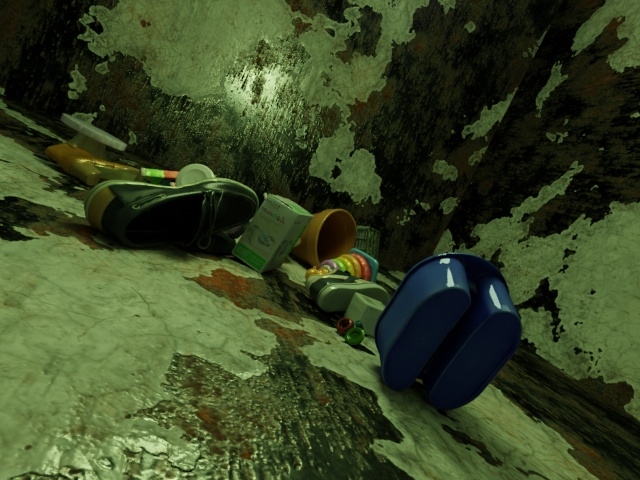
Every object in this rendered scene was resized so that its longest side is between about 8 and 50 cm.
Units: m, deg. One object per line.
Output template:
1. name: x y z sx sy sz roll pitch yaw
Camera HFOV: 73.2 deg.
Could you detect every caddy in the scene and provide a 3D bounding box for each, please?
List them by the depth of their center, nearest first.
1. caddy: 0.262 0.189 0.931 0.242 0.341 0.179 26 22 -4

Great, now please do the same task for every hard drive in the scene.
1. hard drive: -0.402 -0.034 1.383 0.255 0.054 0.172 27 5 18

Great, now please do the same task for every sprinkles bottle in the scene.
1. sprinkles bottle: -0.385 -0.132 1.470 0.121 0.121 0.355 26 -15 6

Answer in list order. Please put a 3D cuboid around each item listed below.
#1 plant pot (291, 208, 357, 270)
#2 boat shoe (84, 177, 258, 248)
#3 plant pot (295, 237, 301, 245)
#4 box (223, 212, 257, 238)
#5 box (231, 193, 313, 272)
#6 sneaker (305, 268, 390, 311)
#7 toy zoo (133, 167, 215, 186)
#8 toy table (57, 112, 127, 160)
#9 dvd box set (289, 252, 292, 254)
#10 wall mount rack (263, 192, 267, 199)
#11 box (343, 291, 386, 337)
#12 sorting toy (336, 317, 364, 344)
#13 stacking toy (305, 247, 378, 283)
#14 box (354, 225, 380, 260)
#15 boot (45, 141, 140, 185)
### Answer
1. plant pot: 0.000 0.000 1.887 0.204 0.290 0.291 9 -7 40
2. boat shoe: -0.343 -0.066 1.142 0.156 0.186 0.501 35 23 29
3. plant pot: -0.195 -0.016 1.741 0.237 0.032 0.236 3 19 -1
4. box: -0.287 -0.046 1.488 0.162 0.116 0.029 -1 -52 55
5. box: -0.155 -0.028 1.463 0.127 0.231 0.262 35 6 7
6. sneaker: 0.090 0.163 1.376 0.321 0.126 0.127 18 15 -44
7. toy zoo: -0.494 -0.181 1.495 0.294 0.030 0.192 0 -20 -37
8. toy table: -0.901 -0.359 1.669 0.275 0.160 0.252 28 6 22
9. dvd box set: -0.214 -0.025 2.121 0.308 0.062 0.421 21 7 -43
10. wall mount rack: -0.150 -0.107 2.190 0.304 0.130 0.350 30 5 38
11. box: 0.141 0.220 1.257 0.102 0.087 0.101 24 6 -22
12. sorting toy: 0.084 0.236 1.098 0.102 0.061 0.042 45 -16 53
13. stacking toy: 0.055 0.127 1.606 0.302 0.175 0.166 1 21 -43
14. box: 0.207 0.077 1.968 0.060 0.269 0.216 6 -2 22
15. boot: -0.793 -0.272 1.542 0.211 0.104 0.295 36 16 14
